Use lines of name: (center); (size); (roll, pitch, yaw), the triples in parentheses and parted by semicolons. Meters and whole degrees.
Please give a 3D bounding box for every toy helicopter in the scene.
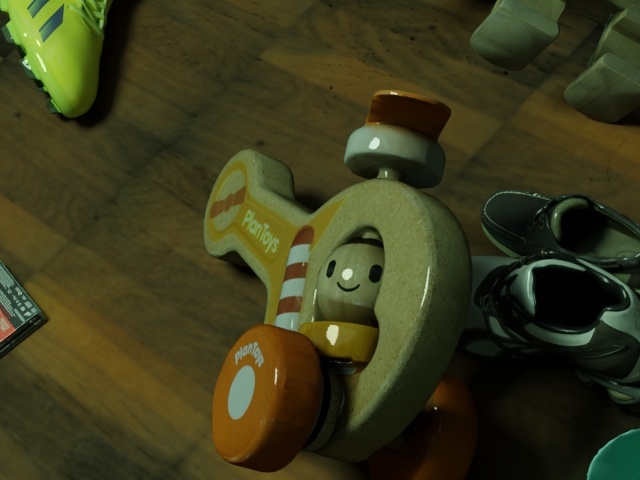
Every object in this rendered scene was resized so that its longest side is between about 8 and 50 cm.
toy helicopter: (0.000, 0.000, 1.116); (0.235, 0.140, 0.355); (-69, 26, 9)

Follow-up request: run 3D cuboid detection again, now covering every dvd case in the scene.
dvd case: (-0.273, 0.073, 1.320); (0.119, 0.013, 0.087); (-39, 43, -10)

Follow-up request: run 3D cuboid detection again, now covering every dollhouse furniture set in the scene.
dollhouse furniture set: (0.156, -0.222, 1.224); (0.242, 0.161, 0.212); (29, 75, -4)

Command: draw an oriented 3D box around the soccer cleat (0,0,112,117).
soccer cleat: (-0.213, -0.219, 1.503); (0.121, 0.093, 0.289); (-19, 44, 3)

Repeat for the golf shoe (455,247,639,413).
golf shoe: (0.131, 0.033, 1.072); (0.198, 0.094, 0.077); (16, 61, 40)

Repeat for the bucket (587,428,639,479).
bucket: (0.228, 0.209, 0.730); (0.281, 0.183, 0.281); (-27, 49, 37)

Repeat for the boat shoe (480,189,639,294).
boat shoe: (0.163, -0.008, 1.123); (0.152, 0.049, 0.056); (21, 62, 40)
